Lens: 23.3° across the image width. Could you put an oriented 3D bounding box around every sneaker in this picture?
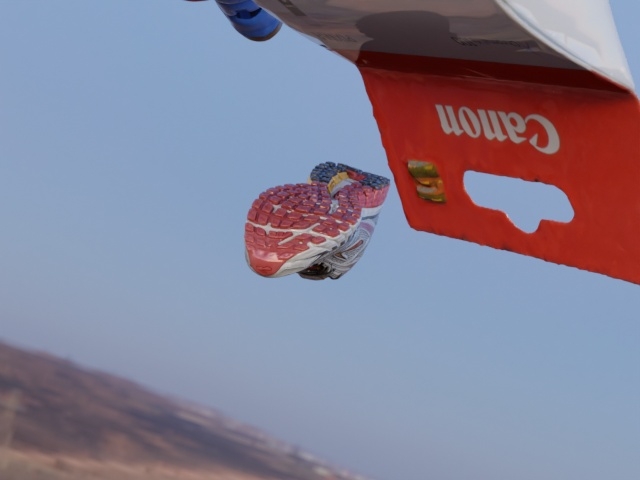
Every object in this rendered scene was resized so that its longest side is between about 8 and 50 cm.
[{"bbox_3d":[0.000,0.000,1.347,0.088,0.093,0.225,18,19,20],"label":"sneaker"}]

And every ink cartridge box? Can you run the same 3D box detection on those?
[{"bbox_3d":[0.049,-0.140,0.970,0.308,0.091,0.385,16,-49,58],"label":"ink cartridge box"}]

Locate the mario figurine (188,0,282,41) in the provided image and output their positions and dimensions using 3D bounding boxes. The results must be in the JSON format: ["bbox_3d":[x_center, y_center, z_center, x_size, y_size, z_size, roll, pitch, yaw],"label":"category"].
[{"bbox_3d":[-0.072,-0.271,1.259,0.170,0.198,0.320,37,3,14],"label":"mario figurine"}]
